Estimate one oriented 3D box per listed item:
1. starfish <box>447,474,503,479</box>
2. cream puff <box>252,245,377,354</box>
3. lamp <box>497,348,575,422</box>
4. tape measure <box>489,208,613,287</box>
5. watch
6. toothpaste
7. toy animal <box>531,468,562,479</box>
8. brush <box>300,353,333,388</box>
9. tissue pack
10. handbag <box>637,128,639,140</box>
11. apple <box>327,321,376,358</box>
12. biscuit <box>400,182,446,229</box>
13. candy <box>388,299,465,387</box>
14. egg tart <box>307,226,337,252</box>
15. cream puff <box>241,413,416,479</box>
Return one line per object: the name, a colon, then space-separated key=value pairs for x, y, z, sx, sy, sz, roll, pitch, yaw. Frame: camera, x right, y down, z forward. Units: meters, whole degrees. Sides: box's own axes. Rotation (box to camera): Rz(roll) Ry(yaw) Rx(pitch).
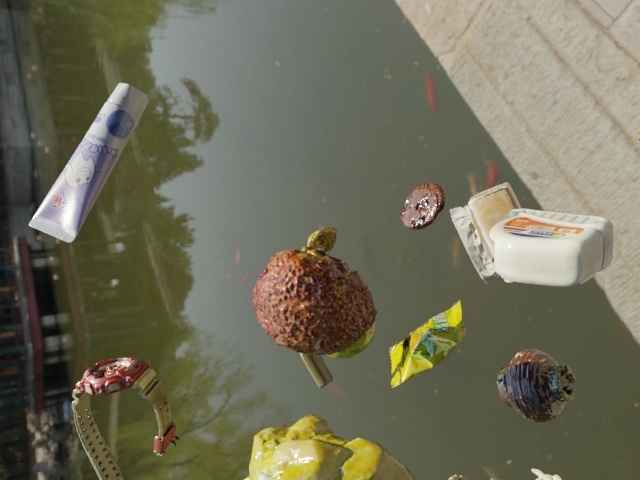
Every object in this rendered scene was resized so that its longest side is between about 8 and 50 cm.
starfish: x=0.529 y=0.739 z=1.482 sx=0.324 sy=0.432 sz=0.082 roll=21 pitch=82 yaw=38
cream puff: x=-0.032 y=0.172 z=1.407 sx=0.351 sy=0.228 sz=0.350 roll=19 pitch=137 yaw=19
lamp: x=0.728 y=0.484 z=1.820 sx=0.247 sy=0.247 sz=0.246 roll=16 pitch=109 yaw=57
tape measure: x=0.526 y=0.016 z=1.273 sx=0.258 sy=0.265 sz=0.130 roll=12 pitch=119 yaw=46
watch: x=-0.344 y=0.343 z=0.978 sx=0.102 sy=0.165 sz=0.268 roll=-60 pitch=-48 yaw=-75
toothpaste: x=-0.500 y=-0.174 z=1.201 sx=0.125 sy=0.080 sz=0.371 roll=21 pitch=78 yaw=18
toy animal: x=0.772 y=0.878 z=1.806 sx=0.184 sy=0.104 sz=0.185 roll=-166 pitch=60 yaw=-81
brush: x=-0.047 y=0.312 z=1.643 sx=0.282 sy=0.054 sz=0.048 roll=60 pitch=158 yaw=2
tissue pack: x=0.595 y=-0.014 z=1.839 sx=0.238 sy=0.239 sz=0.305 roll=-23 pitch=94 yaw=58
handbag: x=0.887 y=-0.292 z=1.450 sx=0.061 sy=0.083 sz=0.027 roll=-11 pitch=85 yaw=22
apple: x=0.071 y=0.295 z=1.910 sx=0.226 sy=0.246 sz=0.246 roll=-111 pitch=24 yaw=-70
biscuit: x=0.368 y=-0.126 z=1.958 sx=0.192 sy=0.049 sz=0.192 roll=-31 pitch=38 yaw=28
candy: x=0.326 y=0.318 z=1.668 sx=0.297 sy=0.081 sz=0.187 roll=-44 pitch=17 yaw=25
egg tart: x=0.000 y=0.000 z=1.777 sx=0.049 sy=0.129 sz=0.128 roll=42 pitch=130 yaw=34
cream puff: x=0.014 y=0.417 z=0.843 sx=0.270 sy=0.274 sz=0.323 roll=-112 pitch=38 yaw=-71
